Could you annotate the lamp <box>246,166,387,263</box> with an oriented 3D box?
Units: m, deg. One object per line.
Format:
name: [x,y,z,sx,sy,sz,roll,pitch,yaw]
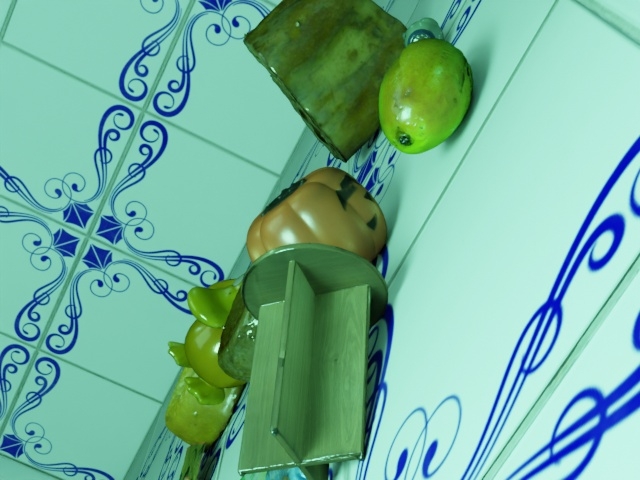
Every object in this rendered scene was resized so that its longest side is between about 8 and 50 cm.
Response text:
lamp: [0.000,0.000,1.275,0.188,0.164,0.187,-39,8,6]

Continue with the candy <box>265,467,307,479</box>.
candy: [-0.032,0.264,1.109,0.088,0.038,0.136,-9,62,64]

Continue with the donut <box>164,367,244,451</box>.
donut: [-0.229,0.294,1.956,0.277,0.109,0.277,-62,9,18]

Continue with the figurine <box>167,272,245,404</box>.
figurine: [-0.150,0.158,1.684,0.215,0.215,0.228,-78,4,-57]

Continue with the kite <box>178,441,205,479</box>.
kite: [-0.263,0.497,1.781,0.377,0.013,0.327,-94,25,-65]

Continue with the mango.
mango: [0.134,-0.190,1.181,0.125,0.111,0.233,-43,8,37]

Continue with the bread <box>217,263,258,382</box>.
bread: [-0.071,0.118,1.473,0.230,0.123,0.230,-60,12,21]

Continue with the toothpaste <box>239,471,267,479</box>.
toothpaste: [-0.068,0.297,1.208,0.248,0.047,0.078,-59,21,17]

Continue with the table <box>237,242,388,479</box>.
table: [-0.013,0.141,1.015,0.167,0.167,0.226,124,159,-43]

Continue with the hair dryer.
hair dryer: [0.154,-0.268,1.544,0.167,0.068,0.199,-61,-13,-57]

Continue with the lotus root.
lotus root: [0.012,-0.326,1.748,0.250,0.316,0.316,-49,8,-2]
